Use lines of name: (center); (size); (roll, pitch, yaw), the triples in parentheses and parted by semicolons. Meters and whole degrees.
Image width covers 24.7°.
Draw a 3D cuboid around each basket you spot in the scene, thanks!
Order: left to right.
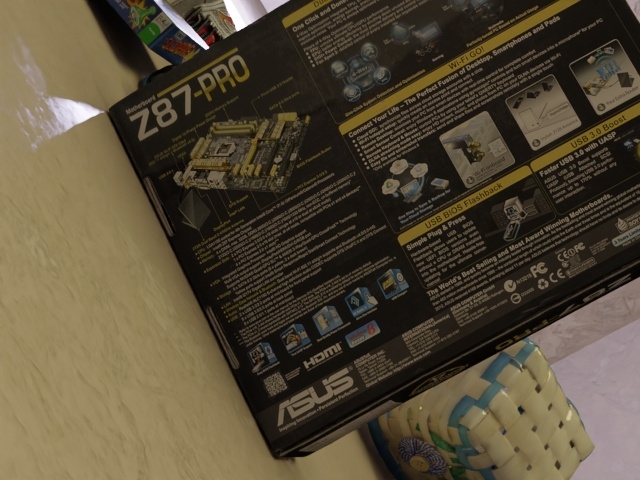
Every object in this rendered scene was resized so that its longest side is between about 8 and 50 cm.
basket: (0.136, 0.180, 1.629); (0.289, 0.201, 0.254); (21, -29, 53)

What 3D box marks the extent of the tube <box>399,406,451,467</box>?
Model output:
tube: (0.124, 0.239, 1.838); (0.070, 0.062, 0.240); (-19, 81, -39)

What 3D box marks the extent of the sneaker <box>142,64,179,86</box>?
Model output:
sneaker: (-0.117, -0.128, 1.328); (0.067, 0.078, 0.188); (59, 0, -15)

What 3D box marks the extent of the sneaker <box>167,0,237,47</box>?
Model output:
sneaker: (-0.134, -0.250, 1.737); (0.092, 0.088, 0.225); (65, 7, 20)

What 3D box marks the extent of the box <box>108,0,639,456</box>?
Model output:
box: (0.074, -0.060, 1.131); (0.318, 0.395, 0.097); (62, 8, 13)

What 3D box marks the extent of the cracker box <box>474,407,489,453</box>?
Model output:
cracker box: (0.172, 0.228, 1.935); (0.232, 0.067, 0.155); (85, -18, -59)

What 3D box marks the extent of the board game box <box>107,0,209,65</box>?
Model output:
board game box: (-0.172, -0.228, 1.426); (0.136, 0.035, 0.201); (48, 4, 7)
